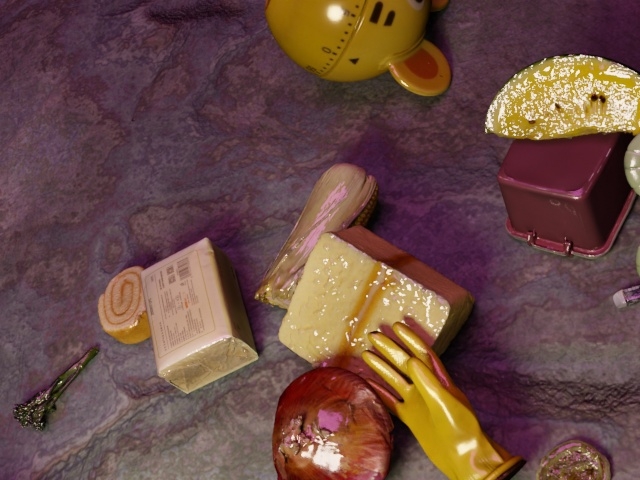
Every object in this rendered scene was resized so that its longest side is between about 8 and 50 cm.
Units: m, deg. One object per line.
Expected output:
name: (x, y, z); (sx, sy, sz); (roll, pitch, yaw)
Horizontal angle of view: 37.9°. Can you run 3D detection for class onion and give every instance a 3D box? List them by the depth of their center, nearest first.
onion: (-0.003, 0.311, 1.415); (0.230, 0.163, 0.229); (1, 92, 40)

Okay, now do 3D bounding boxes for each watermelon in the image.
watermelon: (0.399, -0.219, 1.441); (0.301, 0.123, 0.129); (1, 81, 29)

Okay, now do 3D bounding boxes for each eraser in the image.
eraser: (0.504, 0.078, 1.445); (0.099, 0.019, 0.027); (-19, 53, 12)

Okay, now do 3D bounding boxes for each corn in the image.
corn: (-0.004, -0.003, 1.682); (0.123, 0.122, 0.305); (23, 73, 27)

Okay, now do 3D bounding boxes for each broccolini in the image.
broccolini: (-0.498, 0.287, 1.796); (0.074, 0.058, 0.201); (38, 64, 25)

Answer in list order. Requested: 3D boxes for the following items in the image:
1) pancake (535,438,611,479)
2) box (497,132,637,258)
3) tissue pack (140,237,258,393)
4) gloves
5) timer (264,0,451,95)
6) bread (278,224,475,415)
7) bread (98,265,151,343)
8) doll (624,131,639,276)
pancake: (0.365, 0.336, 1.342); (0.108, 0.017, 0.108); (-10, 58, 17)
box: (0.423, -0.135, 1.536); (0.193, 0.167, 0.294); (18, 68, 32)
tissue pack: (-0.224, 0.135, 1.699); (0.159, 0.125, 0.234); (-27, 52, 9)
gloves: (0.161, 0.252, 1.381); (0.294, 0.116, 0.133); (49, 115, 22)
timer: (0.094, -0.477, 1.850); (0.387, 0.376, 0.376); (16, 57, -15)
bread: (0.091, 0.130, 1.548); (0.263, 0.198, 0.236); (31, 106, 23)
bread: (-0.372, 0.125, 1.812); (0.122, 0.073, 0.149); (-23, 51, 14)
doll: (0.587, -0.059, 1.362); (0.269, 0.284, 0.216); (-7, 20, 13)
